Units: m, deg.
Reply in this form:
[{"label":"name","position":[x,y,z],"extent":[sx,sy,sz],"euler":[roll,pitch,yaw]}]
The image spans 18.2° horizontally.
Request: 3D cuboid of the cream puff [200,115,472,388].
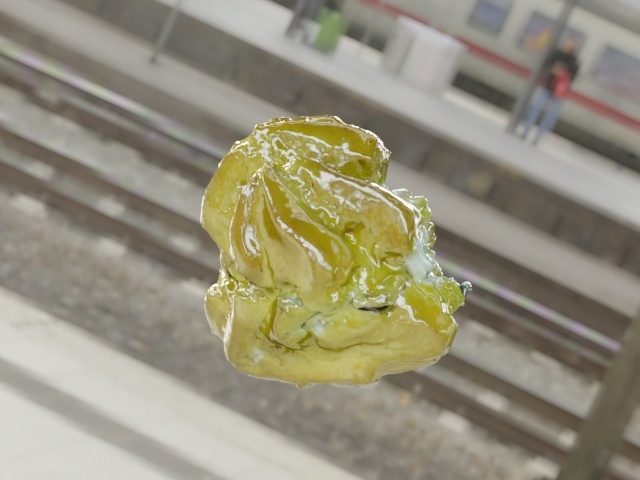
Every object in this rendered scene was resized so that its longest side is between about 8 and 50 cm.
[{"label":"cream puff","position":[-0.006,0.002,1.402],"extent":[0.195,0.194,0.221],"euler":[23,12,-12]}]
